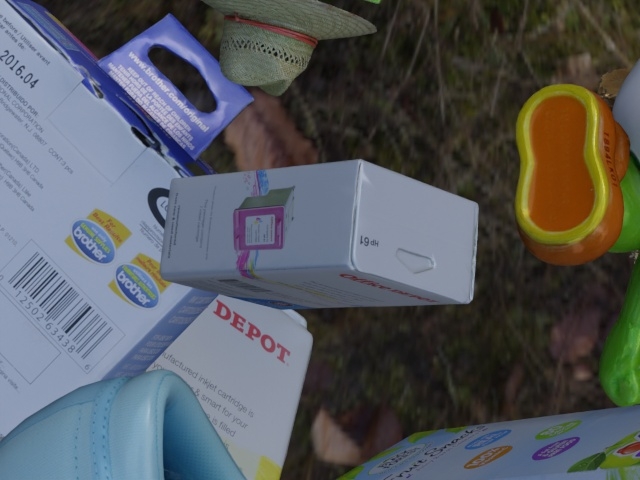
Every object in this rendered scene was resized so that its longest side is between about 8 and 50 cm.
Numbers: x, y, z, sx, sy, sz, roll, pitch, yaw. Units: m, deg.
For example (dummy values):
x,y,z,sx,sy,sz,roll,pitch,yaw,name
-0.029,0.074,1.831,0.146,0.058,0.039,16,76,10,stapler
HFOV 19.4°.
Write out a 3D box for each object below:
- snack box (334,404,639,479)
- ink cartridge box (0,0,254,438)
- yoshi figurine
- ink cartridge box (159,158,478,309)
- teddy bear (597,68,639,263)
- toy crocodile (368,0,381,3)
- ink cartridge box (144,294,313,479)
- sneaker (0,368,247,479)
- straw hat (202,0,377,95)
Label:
x,y,z,sx,sy,sz,roll,pitch,yaw,name
0.108,0.148,0.646,0.207,0.070,0.174,-16,97,51,snack box
-0.226,-0.001,1.431,0.270,0.151,0.395,45,97,5,ink cartridge box
0.256,0.024,1.144,0.204,0.362,0.203,27,85,34,yoshi figurine
0.000,0.000,0.874,0.122,0.088,0.052,-2,77,42,ink cartridge box
0.323,-0.029,1.602,0.245,0.338,0.113,-12,124,-16,teddy bear
0.086,-0.278,1.473,0.115,0.340,0.105,18,76,-19,toy crocodile
-0.185,0.195,1.743,0.160,0.384,0.279,-21,133,41,ink cartridge box
-0.006,0.211,0.796,0.150,0.135,0.366,-35,102,27,sneaker
-0.037,-0.131,1.276,0.145,0.144,0.061,15,88,0,straw hat
